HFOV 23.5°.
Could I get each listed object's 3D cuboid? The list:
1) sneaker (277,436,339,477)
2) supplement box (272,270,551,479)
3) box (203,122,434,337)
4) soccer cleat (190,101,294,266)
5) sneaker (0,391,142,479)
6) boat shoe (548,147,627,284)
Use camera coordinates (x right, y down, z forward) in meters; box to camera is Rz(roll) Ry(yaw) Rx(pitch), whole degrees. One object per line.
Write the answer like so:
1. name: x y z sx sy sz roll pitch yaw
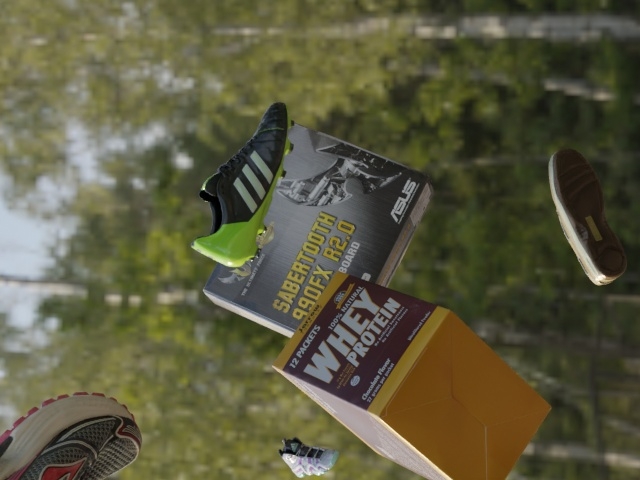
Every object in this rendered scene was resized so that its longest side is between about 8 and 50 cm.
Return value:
1. sneaker: -0.024 0.294 2.138 0.069 0.098 0.038 44 -131 -17
2. supplement box: 0.094 0.152 1.608 0.191 0.194 0.129 43 -104 -33
3. box: 0.000 0.000 1.769 0.231 0.183 0.056 -62 -19 -13
4. soccer cleat: -0.076 -0.062 1.519 0.060 0.072 0.179 140 148 -69
5. sneaker: -0.246 0.225 1.307 0.299 0.112 0.121 -28 -28 -58
6. boat shoe: 0.346 -0.028 2.071 0.072 0.068 0.190 127 129 -68
